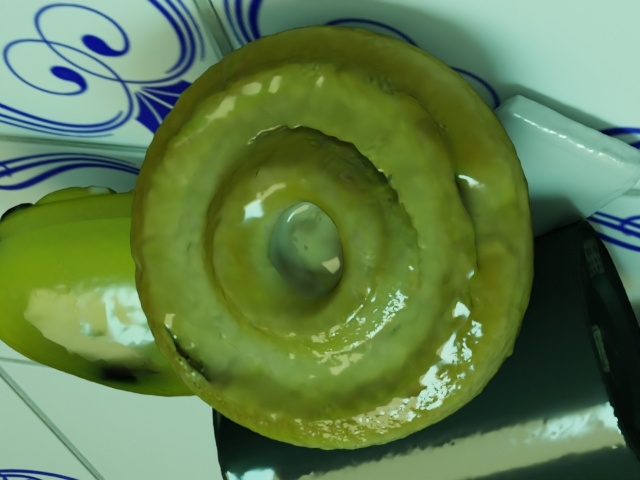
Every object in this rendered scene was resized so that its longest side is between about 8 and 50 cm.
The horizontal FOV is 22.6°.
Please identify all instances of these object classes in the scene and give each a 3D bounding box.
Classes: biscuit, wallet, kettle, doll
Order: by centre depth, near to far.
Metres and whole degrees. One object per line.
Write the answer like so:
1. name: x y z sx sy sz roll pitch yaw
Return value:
1. biscuit: 0.000 0.000 1.094 0.296 0.296 0.102 3 -174 24
2. wallet: 0.151 -0.047 1.198 0.124 0.032 0.183 21 154 -14
3. kettle: 0.094 0.110 1.260 0.308 0.262 0.203 -18 113 19
4. doll: -0.078 0.053 1.393 0.348 0.161 0.423 -21 140 19
